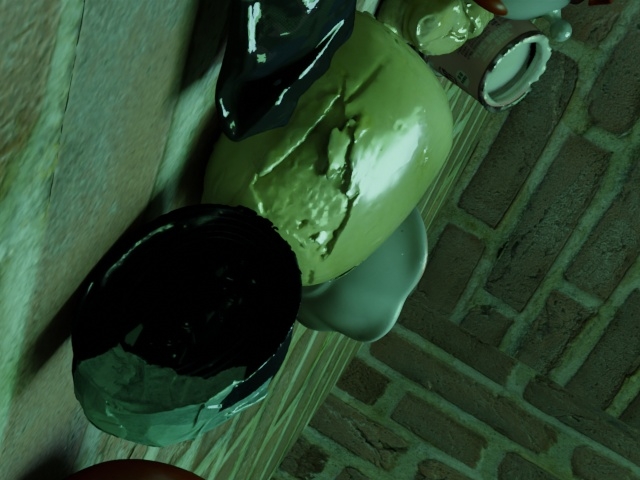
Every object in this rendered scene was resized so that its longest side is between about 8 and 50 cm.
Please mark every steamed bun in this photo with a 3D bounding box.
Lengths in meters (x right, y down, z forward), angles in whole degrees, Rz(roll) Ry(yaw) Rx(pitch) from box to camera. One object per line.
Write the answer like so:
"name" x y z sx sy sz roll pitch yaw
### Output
"steamed bun" 0.010 -0.061 1.025 0.232 0.166 0.273 -59 172 -15
"steamed bun" 0.152 -0.293 1.264 0.192 0.106 0.177 -52 171 -49

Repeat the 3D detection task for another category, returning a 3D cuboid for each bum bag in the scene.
"bum bag" -0.013 -0.194 0.743 0.137 0.074 0.310 -39 156 -33

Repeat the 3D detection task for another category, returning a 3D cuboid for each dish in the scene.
"dish" 0.000 0.000 1.200 0.081 0.229 0.229 -4 130 -46

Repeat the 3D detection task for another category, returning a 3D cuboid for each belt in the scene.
"belt" -0.101 0.066 0.869 0.198 0.151 0.078 -43 165 -29

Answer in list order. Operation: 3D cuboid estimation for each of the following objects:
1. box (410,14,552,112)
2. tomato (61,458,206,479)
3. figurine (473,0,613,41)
"box" 0.218 -0.254 1.515 0.151 0.135 0.151 -32 150 -21
"tomato" -0.184 0.337 1.038 0.298 0.226 0.298 3 90 -74
"figurine" 0.152 -0.260 0.969 0.160 0.226 0.183 -57 171 -10
